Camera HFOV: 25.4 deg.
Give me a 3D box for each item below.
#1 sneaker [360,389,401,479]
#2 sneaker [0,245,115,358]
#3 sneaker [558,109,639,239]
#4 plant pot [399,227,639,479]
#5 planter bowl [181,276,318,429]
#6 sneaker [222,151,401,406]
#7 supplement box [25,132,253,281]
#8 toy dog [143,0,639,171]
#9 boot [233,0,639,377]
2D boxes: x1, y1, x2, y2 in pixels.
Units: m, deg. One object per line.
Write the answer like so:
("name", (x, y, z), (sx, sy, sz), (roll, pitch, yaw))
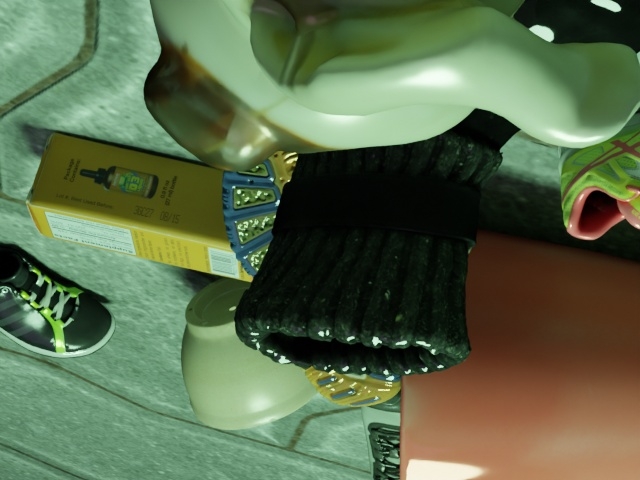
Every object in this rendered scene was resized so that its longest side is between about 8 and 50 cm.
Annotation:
("sneaker", (0.101, 0.244, 1.691), (0.100, 0.108, 0.271), (9, 153, 17))
("sneaker", (-0.336, 0.062, 1.577), (0.234, 0.084, 0.097), (22, 153, -15))
("sneaker", (0.251, -0.052, 1.016), (0.081, 0.094, 0.208), (28, 150, -23))
("plant pot", (0.195, 0.119, 1.237), (0.243, 0.275, 0.275), (1, 153, 5))
("planter bowl", (-0.076, 0.101, 1.463), (0.162, 0.162, 0.109), (-2, 123, 31))
("sneaker", (0.000, 0.000, 1.234), (0.112, 0.131, 0.296), (-7, 122, 18))
("supplement box", (-0.144, -0.027, 1.300), (0.233, 0.078, 0.080), (14, 157, 3))
("toy dog", (0.001, -0.179, 0.682), (0.395, 0.285, 0.408), (13, 157, 5))
("boot", (0.089, -0.053, 0.903), (0.131, 0.260, 0.348), (27, 152, -24))
